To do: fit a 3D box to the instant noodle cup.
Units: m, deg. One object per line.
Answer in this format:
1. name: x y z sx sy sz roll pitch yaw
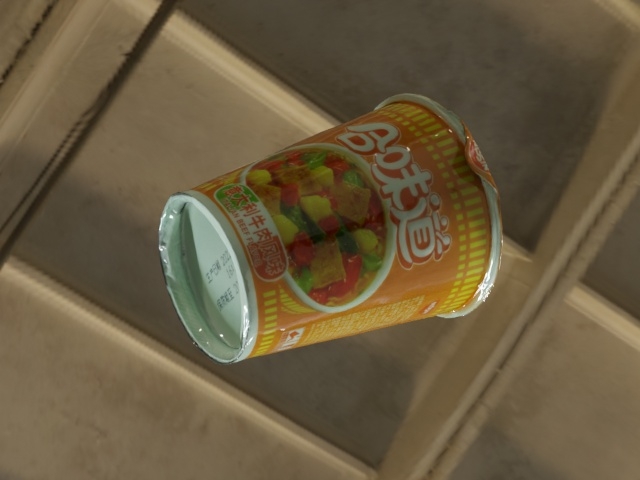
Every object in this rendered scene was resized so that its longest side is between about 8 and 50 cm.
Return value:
1. instant noodle cup: 0.000 0.000 0.863 0.185 0.168 0.168 -19 -78 -30
